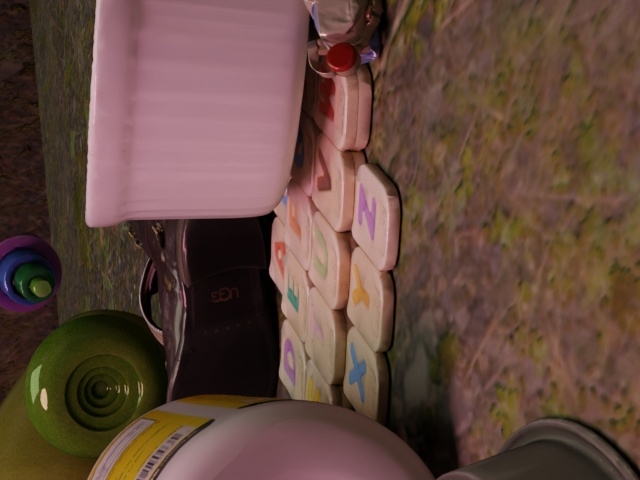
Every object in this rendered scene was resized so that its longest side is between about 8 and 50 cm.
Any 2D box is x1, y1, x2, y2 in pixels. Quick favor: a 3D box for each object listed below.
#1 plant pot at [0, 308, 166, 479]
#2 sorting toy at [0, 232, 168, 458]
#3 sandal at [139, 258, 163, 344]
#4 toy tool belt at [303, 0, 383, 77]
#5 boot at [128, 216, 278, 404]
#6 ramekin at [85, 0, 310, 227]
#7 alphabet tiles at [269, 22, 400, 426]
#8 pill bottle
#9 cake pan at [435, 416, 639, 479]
[{"bbox_3d":[-0.234,0.220,1.612,0.293,0.275,0.275,-87,6,-46],"label":"plant pot"},{"bbox_3d":[-0.162,0.155,1.307,0.365,0.127,0.126,60,166,-19],"label":"sorting toy"},{"bbox_3d":[-0.132,0.040,1.468,0.265,0.076,0.102,126,138,-66],"label":"sandal"},{"bbox_3d":[0.017,-0.129,0.957,0.051,0.052,0.083,50,-151,-60],"label":"toy tool belt"},{"bbox_3d":[-0.115,0.025,1.333,0.229,0.091,0.263,-136,46,-59],"label":"boot"},{"bbox_3d":[-0.087,-0.143,1.078,0.277,0.135,0.277,-176,90,-82],"label":"ramekin"},{"bbox_3d":[0.000,0.000,1.083,0.278,0.021,0.284,-125,34,-63],"label":"alphabet tiles"},{"bbox_3d":[-0.053,0.192,0.989,0.334,0.188,0.188,165,101,-73],"label":"pill bottle"},{"bbox_3d":[0.099,0.229,0.709,0.293,0.054,0.293,177,90,-74],"label":"cake pan"}]
